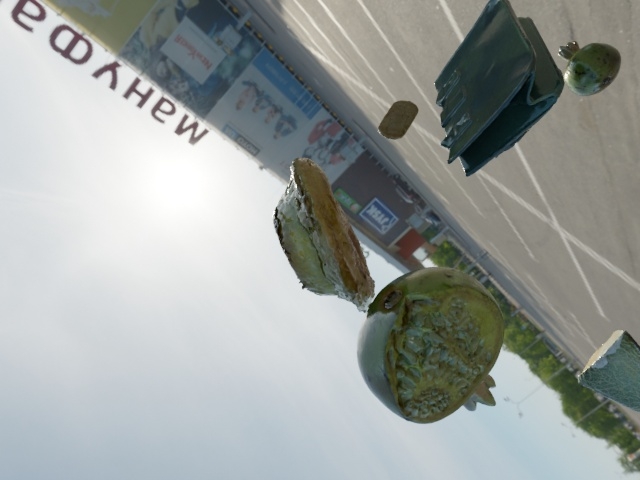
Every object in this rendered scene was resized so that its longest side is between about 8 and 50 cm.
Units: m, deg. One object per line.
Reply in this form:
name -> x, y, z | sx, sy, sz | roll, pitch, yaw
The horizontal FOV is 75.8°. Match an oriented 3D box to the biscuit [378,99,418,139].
biscuit -> 0.197, -0.305, 1.036 | 0.071, 0.147, 0.018 | 25, 151, 15

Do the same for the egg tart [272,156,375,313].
egg tart -> 0.000, 0.000, 1.077 | 0.443, 0.177, 0.444 | -24, -90, -84

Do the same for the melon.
melon -> 0.622, 0.283, 0.873 | 0.203, 0.139, 0.093 | 66, -158, -4

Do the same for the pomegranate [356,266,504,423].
pomegranate -> 0.227, 0.220, 0.867 | 0.358, 0.310, 0.216 | 47, 166, -29

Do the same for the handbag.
handbag -> 0.331, -0.308, 0.818 | 0.089, 0.238, 0.327 | 21, -132, -16

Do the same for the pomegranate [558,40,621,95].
pomegranate -> 0.600, -0.398, 0.931 | 0.114, 0.114, 0.142 | 29, -150, -54
